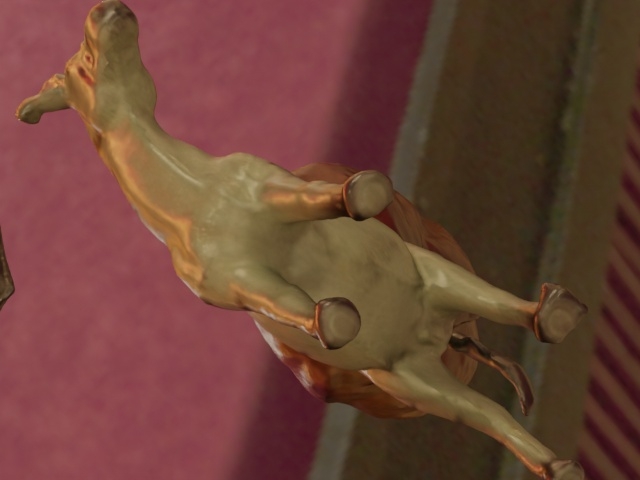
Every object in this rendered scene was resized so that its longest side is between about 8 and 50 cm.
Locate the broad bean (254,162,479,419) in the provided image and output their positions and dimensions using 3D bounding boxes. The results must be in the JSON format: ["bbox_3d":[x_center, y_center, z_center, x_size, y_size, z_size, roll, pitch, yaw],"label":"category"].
[{"bbox_3d":[0.030,0.035,1.143,0.122,0.228,0.156,-24,59,19],"label":"broad bean"}]

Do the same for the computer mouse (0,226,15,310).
[{"bbox_3d":[-0.299,0.017,1.376,0.099,0.057,0.172,-29,48,21],"label":"computer mouse"}]

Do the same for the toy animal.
[{"bbox_3d":[-0.004,0.004,0.639,0.073,0.217,0.176,-56,32,-3],"label":"toy animal"}]
